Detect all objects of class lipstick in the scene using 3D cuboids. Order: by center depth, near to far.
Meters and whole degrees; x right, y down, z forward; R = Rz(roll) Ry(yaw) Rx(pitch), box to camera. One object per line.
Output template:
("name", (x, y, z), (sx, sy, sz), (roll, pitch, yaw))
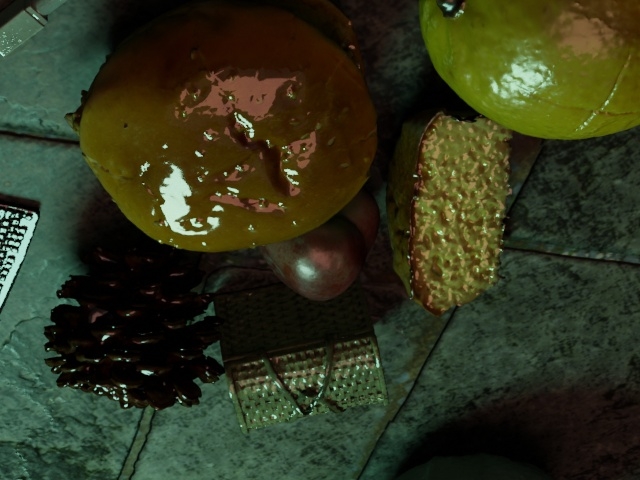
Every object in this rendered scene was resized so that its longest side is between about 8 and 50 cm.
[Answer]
("lipstick", (-0.281, -0.236, 1.365), (0.129, 0.030, 0.030), (-33, 131, 19))

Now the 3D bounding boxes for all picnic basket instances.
("picnic basket", (-0.023, 0.147, 1.714), (0.196, 0.154, 0.134), (-11, 135, -2))

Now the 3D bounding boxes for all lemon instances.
("lemon", (0.245, -0.236, 1.313), (0.297, 0.297, 0.297), (-7, 135, -7))

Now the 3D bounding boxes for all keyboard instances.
("keyboard", (-0.406, 0.046, 1.623), (0.087, 0.017, 0.250), (15, 128, -23))

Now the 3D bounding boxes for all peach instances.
("peach", (0.000, 0.000, 1.591), (0.152, 0.152, 0.152), (-7, 135, -7))

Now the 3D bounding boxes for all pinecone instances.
("pinecone", (-0.211, 0.097, 1.592), (0.222, 0.221, 0.221), (-7, 135, -7))

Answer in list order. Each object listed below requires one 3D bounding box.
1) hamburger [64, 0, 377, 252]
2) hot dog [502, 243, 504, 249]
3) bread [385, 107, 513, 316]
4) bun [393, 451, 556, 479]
("hamburger", (-0.097, -0.124, 1.424), (0.314, 0.170, 0.289), (-20, 129, 8))
("hot dog", (0.184, -0.005, 1.691), (0.056, 0.041, 0.133), (-33, 132, 18))
("bread", (0.139, -0.053, 1.569), (0.129, 0.134, 0.260), (-7, 120, -20))
("bun", (0.213, 0.443, 2.019), (0.362, 0.211, 0.361), (-4, 134, -5))
